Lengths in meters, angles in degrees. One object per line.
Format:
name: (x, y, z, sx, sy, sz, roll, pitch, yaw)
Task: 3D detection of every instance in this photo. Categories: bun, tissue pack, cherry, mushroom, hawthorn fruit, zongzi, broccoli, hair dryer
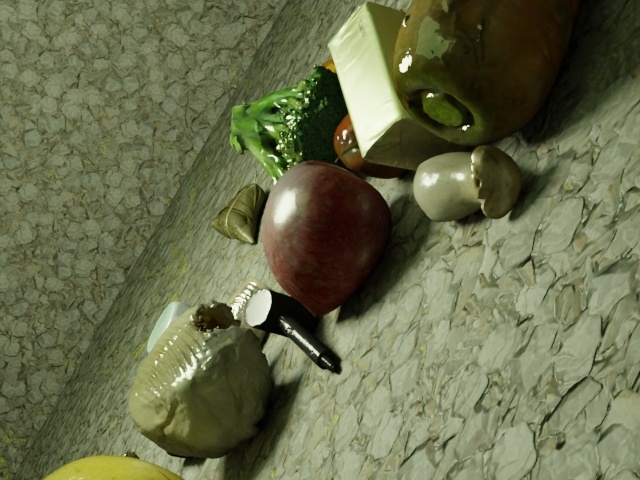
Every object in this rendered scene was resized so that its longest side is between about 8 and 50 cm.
bun: (-0.194, 0.263, 1.675, 0.281, 0.205, 0.281, -39, 22, 19)
tissue pack: (0.124, -0.237, 1.478, 0.125, 0.159, 0.234, -42, 51, 41)
cherry: (-0.003, -0.009, 1.541, 0.239, 0.206, 0.239, -37, 34, 30)
mushroom: (0.192, -0.074, 1.290, 0.212, 0.088, 0.097, 5, 77, 65)
hawthorn fruit: (0.090, -0.181, 1.606, 0.149, 0.189, 0.149, -9, 73, 31)
zongzi: (-0.161, -0.075, 2.373, 0.189, 0.081, 0.178, -51, 36, -16)
broccoli: (-0.045, -0.197, 1.885, 0.308, 0.275, 0.307, -174, 90, -88)
hair dryer: (-0.021, 0.156, 1.570, 0.248, 0.114, 0.070, 32, 100, 53)

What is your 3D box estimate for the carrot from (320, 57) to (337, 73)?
carrot: (-0.042, -0.325, 2.398, 0.314, 0.066, 0.066, -51, 20, 31)

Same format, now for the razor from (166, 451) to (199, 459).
razor: (-0.257, 0.389, 1.891, 0.148, 0.054, 0.090, -23, 41, 62)

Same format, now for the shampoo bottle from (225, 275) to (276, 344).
shampoo bottle: (-0.177, 0.198, 1.883, 0.257, 0.127, 0.078, -57, -27, -8)

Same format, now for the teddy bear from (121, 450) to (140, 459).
teddy bear: (-0.388, 0.530, 2.024, 0.119, 0.078, 0.160, 116, 156, -76)

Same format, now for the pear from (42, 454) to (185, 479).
pear: (-0.311, 0.491, 1.424, 0.348, 0.348, 0.348, -52, 19, 26)

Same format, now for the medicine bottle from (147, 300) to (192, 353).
medicine bottle: (-0.260, 0.215, 1.981, 0.135, 0.168, 0.135, -51, 20, 27)

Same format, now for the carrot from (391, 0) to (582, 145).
carrot: (0.241, -0.304, 1.302, 0.340, 0.224, 0.224, -59, 15, -21)
